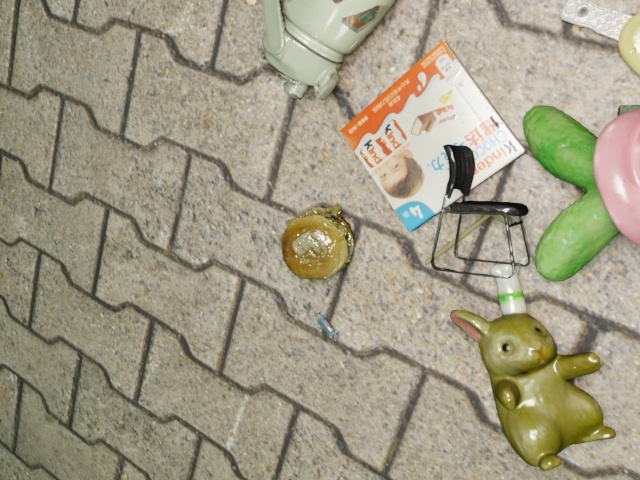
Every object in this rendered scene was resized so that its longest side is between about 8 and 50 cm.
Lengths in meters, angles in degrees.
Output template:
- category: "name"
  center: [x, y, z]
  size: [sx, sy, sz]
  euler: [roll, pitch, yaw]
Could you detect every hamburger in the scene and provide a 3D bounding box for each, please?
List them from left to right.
- category: "hamburger"
  center: [0.000, 0.000, 1.144]
  size: [0.159, 0.131, 0.185]
  euler: [30, 107, 17]

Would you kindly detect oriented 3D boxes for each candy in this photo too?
- category: "candy"
  center: [0.015, 0.196, 1.229]
  size: [0.083, 0.020, 0.030]
  euler: [50, 116, 14]

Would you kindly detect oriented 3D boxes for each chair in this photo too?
- category: "chair"
  center: [0.287, -0.058, 0.929]
  size: [0.145, 0.140, 0.221]
  euler: [5, 99, 32]

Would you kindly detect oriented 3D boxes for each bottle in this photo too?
- category: "bottle"
  center: [0.008, -0.456, 1.030]
  size: [0.229, 0.229, 0.352]
  euler: [45, 118, 15]

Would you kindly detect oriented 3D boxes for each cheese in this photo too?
- category: "cheese"
  center: [0.519, -0.337, 0.866]
  size: [0.255, 0.050, 0.127]
  euler: [31, 112, 22]

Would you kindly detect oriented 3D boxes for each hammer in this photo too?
- category: "hammer"
  center: [0.289, -0.001, 1.057]
  size: [0.195, 0.028, 0.060]
  euler: [-43, 85, 29]

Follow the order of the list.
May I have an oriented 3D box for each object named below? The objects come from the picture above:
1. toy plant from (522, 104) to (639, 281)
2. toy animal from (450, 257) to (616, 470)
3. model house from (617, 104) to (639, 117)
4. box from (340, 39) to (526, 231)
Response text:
- category: "toy plant"
  center: [0.474, -0.109, 0.794]
  size: [0.356, 0.210, 0.317]
  euler: [154, 116, -68]
- category: "toy animal"
  center: [0.370, 0.224, 0.954]
  size: [0.181, 0.180, 0.363]
  euler: [-22, 93, -11]
- category: "model house"
  center: [0.535, -0.187, 0.871]
  size: [0.083, 0.066, 0.079]
  euler: [6, 99, 28]
- category: "box"
  center: [0.213, -0.198, 1.047]
  size: [0.273, 0.048, 0.265]
  euler: [-38, 81, 26]
